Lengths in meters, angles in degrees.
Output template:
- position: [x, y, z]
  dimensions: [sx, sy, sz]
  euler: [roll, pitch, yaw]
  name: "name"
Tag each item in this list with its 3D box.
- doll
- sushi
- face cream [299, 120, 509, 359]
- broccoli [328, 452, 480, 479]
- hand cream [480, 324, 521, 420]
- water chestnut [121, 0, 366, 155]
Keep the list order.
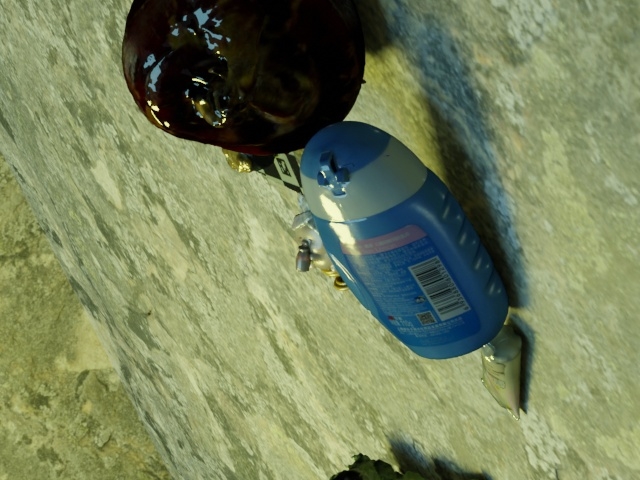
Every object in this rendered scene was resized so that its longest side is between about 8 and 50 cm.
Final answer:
- position: [0.000, 0.000, 1.673]
  dimensions: [0.073, 0.084, 0.127]
  euler: [21, 146, 59]
  name: "doll"
- position: [-0.110, -0.143, 1.642]
  dimensions: [0.192, 0.050, 0.215]
  euler: [29, 146, 56]
  name: "sushi"
- position: [0.069, -0.003, 1.405]
  dimensions: [0.149, 0.083, 0.264]
  euler: [-11, 129, 32]
  name: "face cream"
- position: [0.119, 0.335, 1.874]
  dimensions: [0.304, 0.145, 0.165]
  euler: [-26, 86, 60]
  name: "broccoli"
- position: [0.178, 0.130, 1.517]
  dimensions: [0.061, 0.039, 0.143]
  euler: [45, 162, 27]
  name: "hand cream"
- position: [-0.070, -0.170, 1.367]
  dimensions: [0.238, 0.223, 0.224]
  euler: [-96, -6, -48]
  name: "water chestnut"
